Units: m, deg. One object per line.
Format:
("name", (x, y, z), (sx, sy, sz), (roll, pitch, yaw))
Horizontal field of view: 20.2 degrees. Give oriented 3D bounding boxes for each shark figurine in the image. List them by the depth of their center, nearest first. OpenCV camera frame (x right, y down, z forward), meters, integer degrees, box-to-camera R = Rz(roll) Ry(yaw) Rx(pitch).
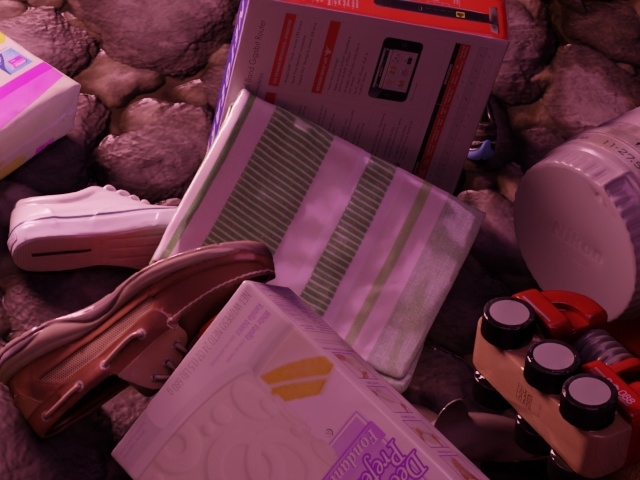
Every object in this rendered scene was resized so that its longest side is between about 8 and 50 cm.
("shark figurine", (0.126, 0.230, 1.925), (0.166, 0.116, 0.278), (36, 45, 20))

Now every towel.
("towel", (0.000, 0.000, 2.045), (0.325, 0.038, 0.248), (28, 76, -6))

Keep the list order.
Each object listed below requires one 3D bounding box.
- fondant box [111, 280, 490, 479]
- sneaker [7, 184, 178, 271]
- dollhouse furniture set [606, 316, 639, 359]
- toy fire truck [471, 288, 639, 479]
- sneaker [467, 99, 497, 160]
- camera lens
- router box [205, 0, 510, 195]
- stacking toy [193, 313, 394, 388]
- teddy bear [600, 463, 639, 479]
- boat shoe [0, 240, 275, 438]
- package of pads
("fondant box", (-0.017, 0.233, 1.781), (0.330, 0.238, 0.096), (43, 12, 23))
("sneaker", (-0.233, -0.023, 2.073), (0.258, 0.094, 0.091), (0, 51, -17))
("dollhouse furniture set", (0.413, 0.131, 2.093), (0.259, 0.135, 0.262), (33, 46, 16))
("toy fire truck", (0.313, 0.118, 1.898), (0.246, 0.158, 0.217), (-16, 41, -26))
("sneaker", (0.195, -0.190, 2.386), (0.067, 0.078, 0.188), (-3, 47, -21))
("camera lens", (0.388, -0.044, 2.063), (0.274, 0.219, 0.219), (-24, 57, -30))
("router box", (0.034, -0.161, 2.120), (0.301, 0.335, 0.082), (10, 45, -8))
("stacking toy", (-0.084, 0.144, 1.942), (0.330, 0.141, 0.141), (29, 45, 21))
("teddy bear", (0.400, 0.336, 1.924), (0.338, 0.113, 0.245), (16, 49, -12))
("boat shoe", (-0.182, 0.105, 1.873), (0.116, 0.324, 0.123), (65, 15, 15))
("package of pads", (-0.466, -0.153, 2.124), (0.229, 0.101, 0.296), (33, 45, 15))
